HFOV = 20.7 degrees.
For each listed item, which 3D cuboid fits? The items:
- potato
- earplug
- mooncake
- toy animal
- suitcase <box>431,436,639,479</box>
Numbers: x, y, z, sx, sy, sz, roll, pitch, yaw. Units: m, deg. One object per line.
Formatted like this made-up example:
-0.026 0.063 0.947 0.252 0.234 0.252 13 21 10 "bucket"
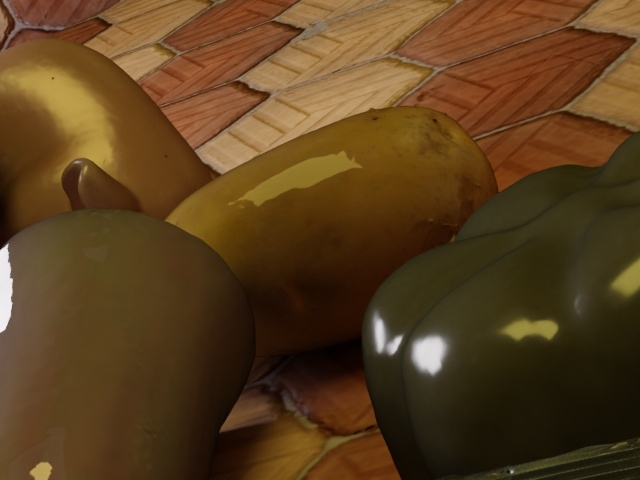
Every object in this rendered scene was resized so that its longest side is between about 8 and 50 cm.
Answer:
0.000 0.000 1.108 0.234 0.150 0.146 -27 40 3 "potato"
-0.129 0.123 0.925 0.172 0.172 0.301 -20 24 12 "earplug"
0.149 0.036 0.852 0.275 0.135 0.275 -24 15 7 "mooncake"
-0.201 -0.034 1.353 0.195 0.213 0.256 0 38 -50 "toy animal"
0.026 0.180 0.607 0.312 0.128 0.202 -17 20 21 "suitcase"
